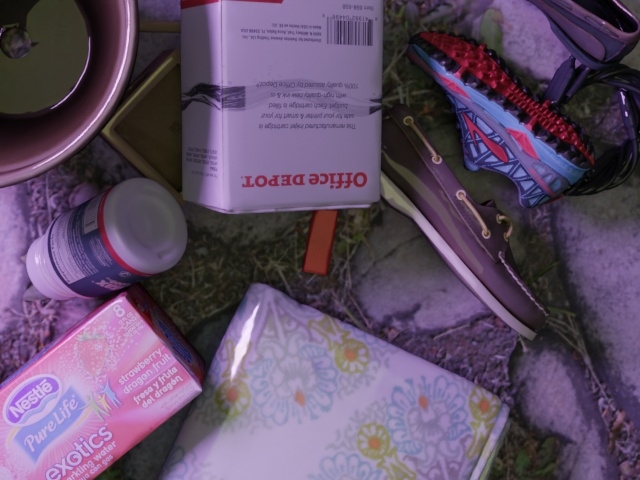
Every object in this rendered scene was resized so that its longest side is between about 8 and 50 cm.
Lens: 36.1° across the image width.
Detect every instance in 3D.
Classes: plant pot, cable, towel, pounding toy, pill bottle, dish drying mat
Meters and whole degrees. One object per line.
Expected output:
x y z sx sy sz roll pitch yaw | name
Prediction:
-0.338 -0.216 1.016 0.323 0.280 0.323 0 95 -5 | plant pot
0.333 -0.134 1.217 0.150 0.047 0.185 26 90 -13 | cable
0.017 0.269 1.179 0.374 0.090 0.321 26 80 -8 | towel
-0.163 -0.177 1.124 0.206 0.094 0.181 -47 110 -7 | pounding toy
-0.245 0.006 1.100 0.180 0.108 0.108 -21 100 38 | pill bottle
0.000 0.000 1.209 0.032 0.008 0.083 10 95 -6 | dish drying mat

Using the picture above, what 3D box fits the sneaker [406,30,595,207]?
0.189 -0.138 1.164 0.262 0.104 0.125 44 129 11 | sneaker

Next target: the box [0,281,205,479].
-0.290 0.196 1.125 0.300 0.154 0.142 -38 98 0 | box

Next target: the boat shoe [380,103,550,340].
0.169 -0.020 1.173 0.096 0.116 0.324 -44 92 3 | boat shoe

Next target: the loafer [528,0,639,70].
0.273 -0.317 1.152 0.267 0.084 0.096 44 75 0 | loafer

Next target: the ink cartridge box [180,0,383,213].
-0.041 -0.172 1.059 0.197 0.114 0.273 -4 98 -30 | ink cartridge box
